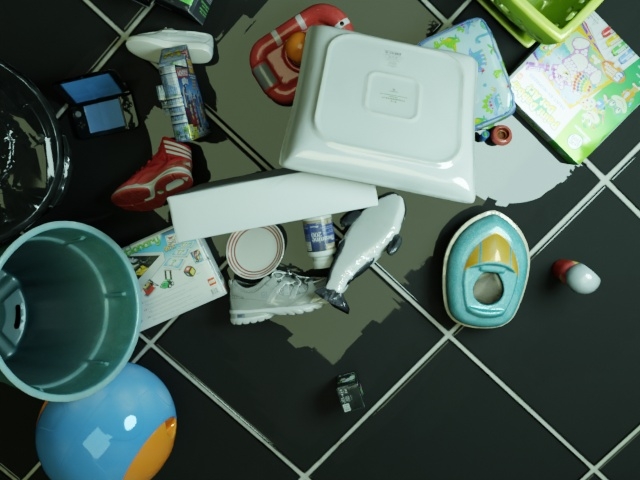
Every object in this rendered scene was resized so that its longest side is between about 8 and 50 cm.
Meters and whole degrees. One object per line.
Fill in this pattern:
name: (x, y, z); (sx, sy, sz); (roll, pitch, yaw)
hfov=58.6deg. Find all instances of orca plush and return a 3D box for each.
orca plush: (0.108, 0.035, 1.268); (0.151, 0.102, 0.287); (11, 67, 26)

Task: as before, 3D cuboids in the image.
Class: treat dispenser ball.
treat dispenser ball: (-0.461, 0.408, 1.242); (0.289, 0.288, 0.287); (0, 99, 1)

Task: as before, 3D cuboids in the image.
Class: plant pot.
plant pot: (-0.613, 0.147, 1.163); (0.335, 0.341, 0.340); (-6, 99, 28)
plant pot: (0.436, -0.531, 1.130); (0.227, 0.207, 0.228); (41, 97, -6)

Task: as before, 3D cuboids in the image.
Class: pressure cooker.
pressure cooker: (-0.711, -0.171, 1.107); (0.370, 0.421, 0.375); (-38, 111, -24)

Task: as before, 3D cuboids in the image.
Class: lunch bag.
lunch bag: (0.298, -0.337, 1.200); (0.176, 0.090, 0.218); (-21, 90, 22)

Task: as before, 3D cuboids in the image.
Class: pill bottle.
pill bottle: (0.000, 0.000, 1.286); (0.067, 0.067, 0.120); (-9, 98, 2)

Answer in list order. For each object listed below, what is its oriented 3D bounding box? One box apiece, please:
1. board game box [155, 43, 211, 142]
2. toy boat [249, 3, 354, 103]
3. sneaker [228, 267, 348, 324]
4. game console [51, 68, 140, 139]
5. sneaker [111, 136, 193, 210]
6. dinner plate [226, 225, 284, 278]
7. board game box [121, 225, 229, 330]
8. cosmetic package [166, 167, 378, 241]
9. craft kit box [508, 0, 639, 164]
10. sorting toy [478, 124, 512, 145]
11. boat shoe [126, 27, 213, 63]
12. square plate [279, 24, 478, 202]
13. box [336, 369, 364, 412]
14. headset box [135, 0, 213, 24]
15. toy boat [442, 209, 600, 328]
board game box: (-0.290, -0.303, 1.172); (0.060, 0.194, 0.193); (-11, 103, 3)
toy boat: (-0.037, -0.394, 1.185); (0.231, 0.151, 0.150); (-32, 97, 5)
sneaker: (-0.077, 0.109, 1.286); (0.282, 0.105, 0.115); (-13, 92, 0)
game console: (-0.486, -0.292, 1.239); (0.144, 0.085, 0.124); (-12, 98, 3)
sneaker: (-0.367, -0.150, 1.275); (0.222, 0.087, 0.127); (-14, 56, 23)
dinner plate: (-0.147, 0.020, 1.295); (0.141, 0.017, 0.141); (-4, 73, 14)
board game box: (-0.390, 0.093, 1.312); (0.306, 0.053, 0.192); (-23, 97, 4)
cosmetic package: (-0.085, -0.096, 1.164); (0.378, 0.284, 0.097); (-10, 98, 3)
craft kit box: (0.554, -0.337, 1.237); (0.250, 0.061, 0.246); (42, 99, -5)
sorting toy: (0.373, -0.243, 1.264); (0.102, 0.042, 0.061); (44, 81, 6)
boat shoe: (-0.323, -0.428, 1.232); (0.184, 0.066, 0.063); (2, 65, 5)
square plate: (0.124, -0.251, 1.043); (0.348, 0.049, 0.343); (11, 64, -3)
box: (0.069, 0.351, 1.330); (0.052, 0.083, 0.062); (-17, 98, 4)
headset box: (-0.318, -0.617, 1.165); (0.247, 0.131, 0.282); (26, 99, -3)
toy boat: (0.430, 0.069, 1.251); (0.319, 0.148, 0.267); (1, 98, 1)
